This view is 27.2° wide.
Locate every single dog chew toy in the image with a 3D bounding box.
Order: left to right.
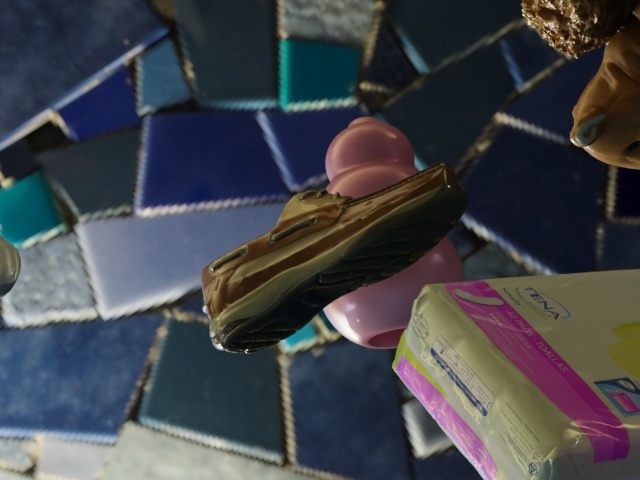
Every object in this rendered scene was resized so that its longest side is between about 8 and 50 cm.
[{"bbox_3d":[0.086,-0.020,1.881,0.207,0.331,0.206,-8,161,-3],"label":"dog chew toy"}]

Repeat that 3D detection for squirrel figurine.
[{"bbox_3d":[0.465,-0.305,1.911,0.370,0.397,0.281,-50,-173,24],"label":"squirrel figurine"}]

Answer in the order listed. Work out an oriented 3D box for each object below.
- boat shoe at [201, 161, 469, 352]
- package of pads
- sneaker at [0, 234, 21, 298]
[{"bbox_3d":[0.000,0.000,1.433,0.324,0.120,0.122,-31,156,13],"label":"boat shoe"},{"bbox_3d":[0.235,0.122,1.121,0.297,0.229,0.101,-3,123,-29],"label":"package of pads"},{"bbox_3d":[-0.325,-0.003,1.213,0.054,0.152,0.061,-45,143,8],"label":"sneaker"}]
